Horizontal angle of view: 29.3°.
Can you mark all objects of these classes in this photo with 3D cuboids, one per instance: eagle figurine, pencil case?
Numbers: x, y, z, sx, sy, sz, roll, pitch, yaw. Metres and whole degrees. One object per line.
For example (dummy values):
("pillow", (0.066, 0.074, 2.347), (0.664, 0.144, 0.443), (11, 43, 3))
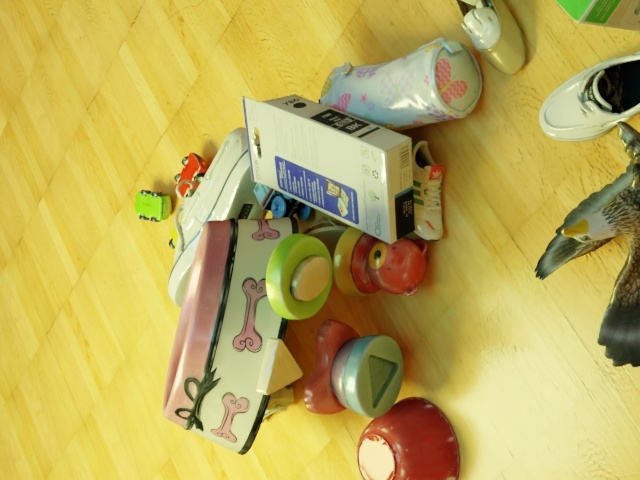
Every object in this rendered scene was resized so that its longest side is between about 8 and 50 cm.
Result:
("eagle figurine", (0.403, -0.014, 1.566), (0.298, 0.225, 0.226), (90, -166, -51))
("pencil case", (0.121, -0.231, 1.900), (0.273, 0.113, 0.124), (-5, 85, 49))

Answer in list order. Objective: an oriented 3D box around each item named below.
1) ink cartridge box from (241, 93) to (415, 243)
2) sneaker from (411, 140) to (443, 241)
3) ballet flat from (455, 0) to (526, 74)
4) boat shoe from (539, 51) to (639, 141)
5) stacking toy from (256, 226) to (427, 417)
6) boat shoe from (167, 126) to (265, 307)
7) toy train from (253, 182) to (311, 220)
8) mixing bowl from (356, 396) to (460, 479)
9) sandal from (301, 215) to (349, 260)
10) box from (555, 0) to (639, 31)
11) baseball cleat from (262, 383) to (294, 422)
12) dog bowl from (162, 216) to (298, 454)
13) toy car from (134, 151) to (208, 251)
("ink cartridge box", (0.010, -0.126, 1.937), (0.333, 0.065, 0.165), (26, 133, 40))
("sneaker", (0.162, -0.080, 1.903), (0.075, 0.057, 0.161), (-39, 60, 49))
("ballet flat", (0.226, -0.343, 1.802), (0.080, 0.073, 0.232), (-42, 62, 43))
("boat shoe", (0.383, -0.193, 1.616), (0.267, 0.088, 0.096), (-11, 84, 49))
("stacking toy", (0.047, 0.125, 1.881), (0.130, 0.279, 0.309), (6, 90, 38))
("boat shoe", (-0.207, -0.054, 2.276), (0.156, 0.136, 0.367), (49, 123, 36))
("toy train", (-0.044, -0.112, 2.127), (0.184, 0.080, 0.105), (-58, 46, 34))
("mixing bowl", (0.123, 0.344, 1.944), (0.181, 0.098, 0.181), (5, 97, 49))
("sandal", (-0.006, -0.002, 2.088), (0.240, 0.088, 0.079), (-44, 32, 54))
("box", (0.351, -0.389, 1.533), (0.262, 0.231, 0.127), (55, 129, 31))
("baseball cleat", (-0.113, 0.279, 2.250), (0.206, 0.072, 0.109), (-26, 57, 45))
("dog bowl", (-0.157, 0.144, 2.051), (0.408, 0.150, 0.408), (-168, 90, -82))
("toy car", (-0.291, -0.063, 2.434), (0.225, 0.053, 0.239), (14, 102, 49))
